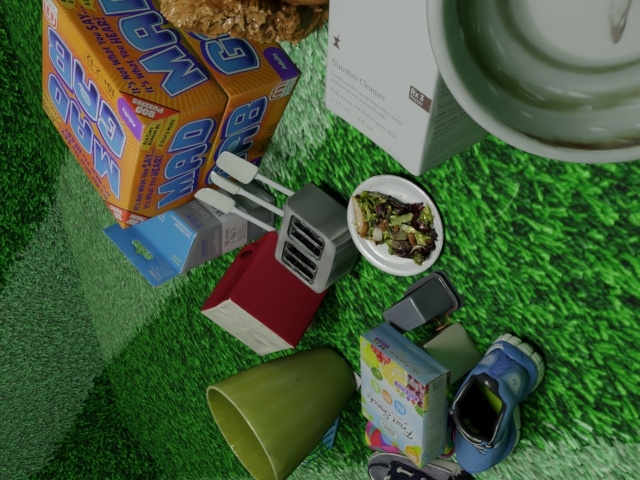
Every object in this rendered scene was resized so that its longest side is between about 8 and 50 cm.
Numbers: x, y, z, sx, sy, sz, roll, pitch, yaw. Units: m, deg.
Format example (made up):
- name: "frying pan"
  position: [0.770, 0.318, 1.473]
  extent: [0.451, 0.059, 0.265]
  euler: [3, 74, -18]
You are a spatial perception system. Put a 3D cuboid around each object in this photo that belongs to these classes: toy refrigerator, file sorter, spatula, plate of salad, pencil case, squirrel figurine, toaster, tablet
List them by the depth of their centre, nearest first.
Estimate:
- name: "squirrel figurine"
  position: [-0.119, -0.432, 1.018]
  extent: [0.281, 0.370, 0.397]
  euler: [54, 146, 13]
- name: "plate of salad"
  position: [0.129, -0.023, 1.231]
  extent: [0.200, 0.048, 0.199]
  euler: [16, 119, 30]
- name: "toy refrigerator"
  position: [0.189, 0.253, 1.328]
  extent: [0.094, 0.102, 0.269]
  euler: [58, 147, 8]
- name: "toaster"
  position: [0.000, 0.000, 1.385]
  extent: [0.186, 0.110, 0.168]
  euler: [39, 140, 20]
- name: "pencil case"
  position: [0.194, 0.413, 1.442]
  extent: [0.236, 0.104, 0.104]
  euler: [-22, 95, 59]
- name: "spatula"
  position: [-0.134, -0.088, 1.451]
  extent: [0.242, 0.019, 0.168]
  euler: [28, 130, -16]
- name: "tablet"
  position: [0.068, 0.324, 1.630]
  extent: [0.083, 0.006, 0.054]
  euler: [47, 144, 23]
- name: "file sorter"
  position: [-0.030, 0.496, 1.796]
  extent: [0.118, 0.104, 0.170]
  euler: [40, 140, 30]

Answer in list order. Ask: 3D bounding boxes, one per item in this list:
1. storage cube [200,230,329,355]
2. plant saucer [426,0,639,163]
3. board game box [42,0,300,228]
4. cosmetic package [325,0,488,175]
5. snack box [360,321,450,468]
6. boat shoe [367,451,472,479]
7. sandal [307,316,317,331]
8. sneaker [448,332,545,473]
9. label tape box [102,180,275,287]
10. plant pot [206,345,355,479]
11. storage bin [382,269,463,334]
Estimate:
- name: "storage cube"
  position: [-0.119, 0.126, 1.519]
  extent: [0.215, 0.193, 0.184]
  euler: [40, 150, -15]
- name: "plant saucer"
  position: [0.308, -0.266, 0.678]
  extent: [0.401, 0.100, 0.400]
  euler: [3, 131, 4]
- name: "board game box"
  position: [-0.326, -0.312, 1.401]
  extent: [0.356, 0.356, 0.356]
  euler: [53, 146, 13]
- name: "cosmetic package"
  position: [0.131, -0.302, 0.857]
  extent: [0.217, 0.156, 0.385]
  euler: [42, 151, 32]
- name: "snack box"
  position: [0.151, 0.283, 1.233]
  extent: [0.174, 0.070, 0.207]
  euler: [34, 138, 46]
- name: "boat shoe"
  position: [0.178, 0.560, 1.505]
  extent: [0.340, 0.158, 0.127]
  euler: [-21, 95, 57]
- name: "sandal"
  position: [-0.114, 0.148, 1.688]
  extent: [0.240, 0.079, 0.088]
  euler: [43, 142, 28]
- name: "sneaker"
  position: [0.283, 0.314, 1.202]
  extent: [0.130, 0.147, 0.330]
  euler: [36, 139, 34]
- name: "label tape box"
  position: [-0.307, -0.061, 1.570]
  extent: [0.241, 0.334, 0.105]
  euler: [39, 140, 31]
- name: "plant pot"
  position: [-0.071, 0.382, 1.587]
  extent: [0.275, 0.294, 0.274]
  euler: [39, 147, 33]
- name: "storage bin"
  position: [0.186, 0.131, 1.255]
  extent: [0.098, 0.091, 0.135]
  euler: [58, 147, 7]
